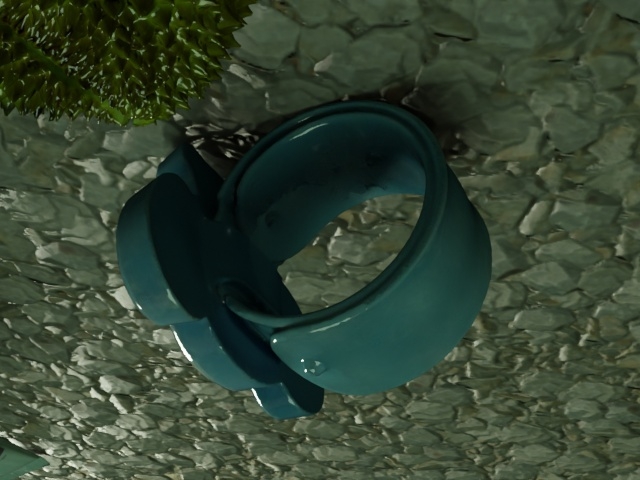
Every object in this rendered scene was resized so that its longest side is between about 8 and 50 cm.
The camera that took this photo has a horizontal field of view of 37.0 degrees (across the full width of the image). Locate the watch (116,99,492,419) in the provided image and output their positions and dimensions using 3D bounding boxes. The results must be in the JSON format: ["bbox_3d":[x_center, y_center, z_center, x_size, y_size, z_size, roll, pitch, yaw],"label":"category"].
[{"bbox_3d":[0.000,0.000,0.603,0.193,0.210,0.211,-23,137,16],"label":"watch"}]

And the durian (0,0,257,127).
[{"bbox_3d":[-0.122,-0.138,0.442,0.198,0.146,0.159,23,145,4],"label":"durian"}]

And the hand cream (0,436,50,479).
[{"bbox_3d":[-0.457,0.210,1.093,0.085,0.058,0.331,-28,140,17],"label":"hand cream"}]
